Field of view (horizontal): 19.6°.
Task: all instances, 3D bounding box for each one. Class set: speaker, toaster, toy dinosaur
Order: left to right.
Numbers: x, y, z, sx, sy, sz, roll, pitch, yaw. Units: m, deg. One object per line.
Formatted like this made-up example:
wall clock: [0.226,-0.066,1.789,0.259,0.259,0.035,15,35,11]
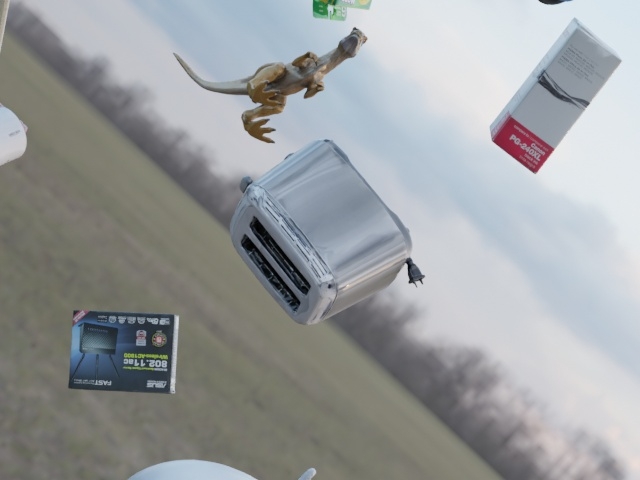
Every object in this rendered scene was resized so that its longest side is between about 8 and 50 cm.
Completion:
speaker: [-0.357,-0.083,1.814,0.055,0.136,0.055,27,-49,35]
toy dinosaur: [-0.051,-0.144,1.732,0.112,0.211,0.064,-68,142,-52]
toaster: [0.000,0.000,2.179,0.227,0.146,0.129,51,-33,14]

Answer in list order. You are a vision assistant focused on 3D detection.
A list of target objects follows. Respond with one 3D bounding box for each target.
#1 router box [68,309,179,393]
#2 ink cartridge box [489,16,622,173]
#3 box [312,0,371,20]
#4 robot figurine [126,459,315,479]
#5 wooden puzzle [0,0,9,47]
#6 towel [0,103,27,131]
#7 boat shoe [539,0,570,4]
router box: [-0.226,0.128,2.124,0.122,0.092,0.038,2,-5,3]
ink cartridge box: [0.246,-0.153,1.941,0.063,0.150,0.109,37,12,-3]
box: [0.045,-0.381,2.497,0.043,0.179,0.105,24,15,26]
robot figurine: [-0.130,0.309,1.390,0.200,0.353,0.300,47,-20,-12]
wooden puzzle: [-0.470,-0.270,2.119,0.220,0.239,0.044,12,11,2]
towel: [-0.498,-0.136,1.957,0.329,0.237,0.037,45,-12,-29]
boat shoe: [0.305,-0.432,2.400,0.109,0.258,0.089,19,-15,-20]
